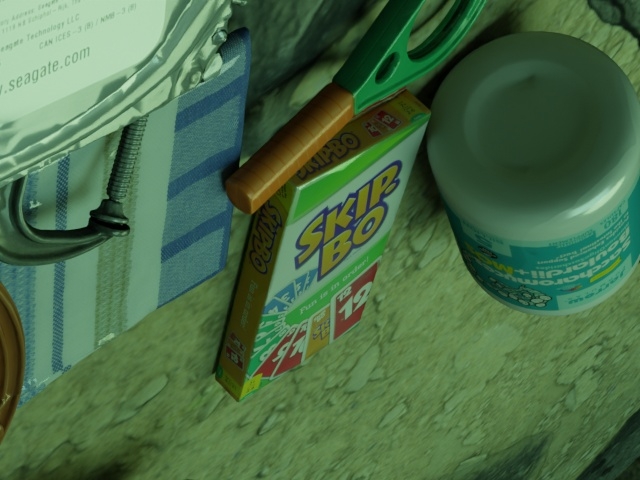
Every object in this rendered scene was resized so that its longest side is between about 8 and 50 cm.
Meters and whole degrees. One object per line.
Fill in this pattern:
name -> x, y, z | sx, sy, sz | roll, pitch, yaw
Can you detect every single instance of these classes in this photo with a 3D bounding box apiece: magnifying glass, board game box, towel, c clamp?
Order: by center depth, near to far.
c clamp -> -0.104, -0.058, 0.840 | 0.137, 0.022, 0.161 | 9, 105, -52
towel -> -0.155, 0.014, 0.918 | 0.285, 0.034, 0.209 | -33, 153, -31
magnifying glass -> 0.028, -0.101, 1.016 | 0.231, 0.026, 0.092 | -47, 159, -21
board game box -> 0.000, 0.000, 1.163 | 0.124, 0.039, 0.259 | -31, 151, -33

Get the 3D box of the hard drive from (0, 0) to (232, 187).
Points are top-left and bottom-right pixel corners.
hard drive -> -0.111, -0.164, 0.546 | 0.237, 0.064, 0.339 | -31, 143, -41

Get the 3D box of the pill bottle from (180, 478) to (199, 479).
pill bottle -> -0.181, 0.272, 1.121 | 0.318, 0.176, 0.176 | -20, 147, -46

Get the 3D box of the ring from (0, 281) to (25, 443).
ring -> -0.288, 0.122, 0.806 | 0.336, 0.032, 0.336 | -27, 149, -18

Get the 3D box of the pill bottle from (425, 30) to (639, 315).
pill bottle -> 0.164, -0.033, 1.237 | 0.146, 0.146, 0.264 | -43, 157, -5
